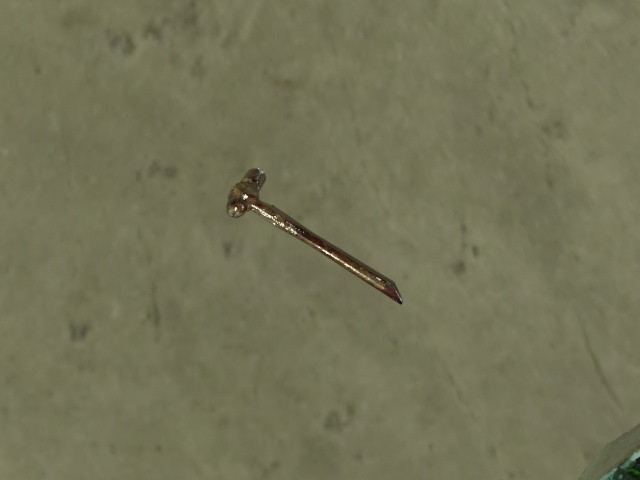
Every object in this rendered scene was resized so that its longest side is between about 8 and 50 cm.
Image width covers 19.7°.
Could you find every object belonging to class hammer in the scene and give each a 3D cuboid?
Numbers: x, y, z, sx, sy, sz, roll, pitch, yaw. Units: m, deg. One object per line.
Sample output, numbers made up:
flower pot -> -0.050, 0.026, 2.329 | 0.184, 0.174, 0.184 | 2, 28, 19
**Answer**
hammer -> 0.000, 0.000, 1.583 | 0.178, 0.065, 0.021 | 31, 127, -7

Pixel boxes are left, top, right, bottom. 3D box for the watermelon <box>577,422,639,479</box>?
watermelon -> 0.364, 0.198, 1.526 | 0.290, 0.320, 0.213 | 23, 81, 16
